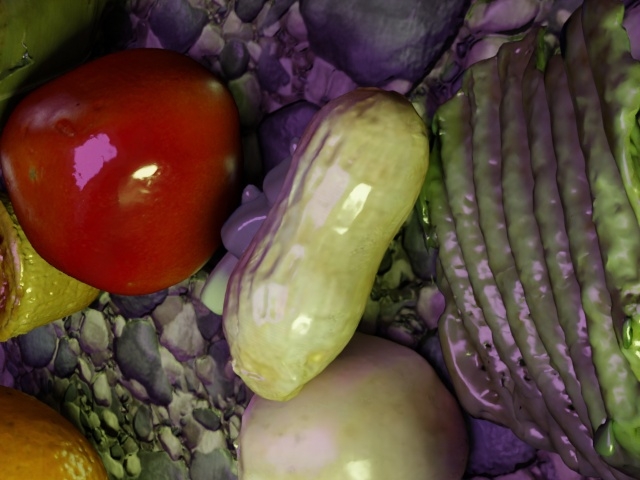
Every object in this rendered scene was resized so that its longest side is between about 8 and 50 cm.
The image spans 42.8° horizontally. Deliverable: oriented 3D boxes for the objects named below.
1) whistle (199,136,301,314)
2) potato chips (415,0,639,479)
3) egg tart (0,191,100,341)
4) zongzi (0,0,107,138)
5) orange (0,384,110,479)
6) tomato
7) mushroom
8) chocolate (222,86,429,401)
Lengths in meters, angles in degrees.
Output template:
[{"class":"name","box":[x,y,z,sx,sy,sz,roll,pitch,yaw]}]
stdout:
[{"class":"whistle","box":[-0.047,-0.012,0.881,0.110,0.092,0.244,39,113,-6]},{"class":"potato chips","box":[0.180,0.016,0.652,0.097,0.373,0.389,-8,94,-10]},{"class":"egg tart","box":[-0.385,0.024,1.076,0.203,0.147,0.202,8,102,40]},{"class":"zongzi","box":[-0.379,-0.264,0.903,0.181,0.447,0.418,31,107,3]},{"class":"orange","box":[-0.449,0.391,1.048,0.424,0.326,0.423,-14,66,34]},{"class":"tomato","box":[-0.228,-0.077,0.923,0.299,0.226,0.298,3,95,31]},{"class":"mushroom","box":[0.032,0.216,0.798,0.173,0.162,0.236,-10,91,41]},{"class":"chocolate","box":[0.000,0.000,0.762,0.134,0.134,0.309,25,93,31]}]
